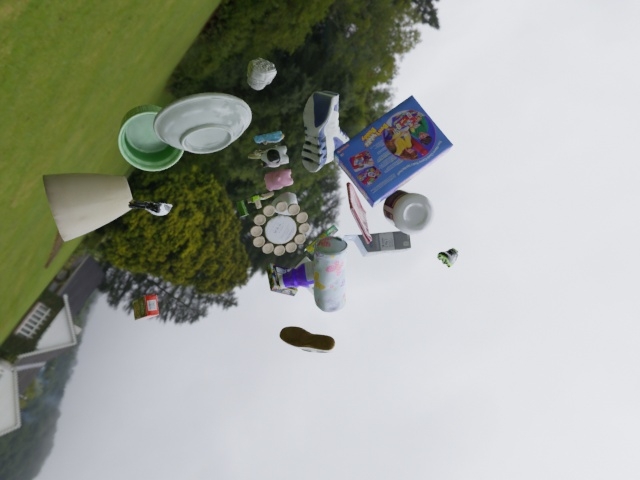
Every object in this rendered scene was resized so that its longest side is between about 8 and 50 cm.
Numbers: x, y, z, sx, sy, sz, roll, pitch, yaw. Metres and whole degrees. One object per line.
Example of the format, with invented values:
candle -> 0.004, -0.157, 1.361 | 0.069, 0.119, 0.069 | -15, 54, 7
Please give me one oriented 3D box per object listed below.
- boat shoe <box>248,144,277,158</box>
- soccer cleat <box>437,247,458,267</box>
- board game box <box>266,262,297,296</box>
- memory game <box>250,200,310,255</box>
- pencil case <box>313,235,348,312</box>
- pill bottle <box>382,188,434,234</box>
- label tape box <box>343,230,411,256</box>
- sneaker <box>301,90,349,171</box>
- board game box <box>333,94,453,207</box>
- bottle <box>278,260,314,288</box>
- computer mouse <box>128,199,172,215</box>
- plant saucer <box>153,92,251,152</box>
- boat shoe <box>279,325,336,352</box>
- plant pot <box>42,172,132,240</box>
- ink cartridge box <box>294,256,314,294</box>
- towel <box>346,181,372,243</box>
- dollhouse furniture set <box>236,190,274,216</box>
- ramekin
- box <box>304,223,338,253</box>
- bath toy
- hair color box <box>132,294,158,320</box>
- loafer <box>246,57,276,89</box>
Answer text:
boat shoe -> -0.267, -0.410, 2.183 | 0.152, 0.048, 0.056 | -3, -165, 22
soccer cleat -> 0.486, 0.056, 1.775 | 0.060, 0.179, 0.072 | 38, -85, 23
board game box -> -0.202, 0.205, 2.450 | 0.048, 0.141, 0.170 | -55, -148, 28
memory game -> -0.122, -0.036, 1.425 | 0.186, 0.186, 0.012 | -45, -148, 10
pencil case -> 0.039, 0.120, 1.634 | 0.124, 0.273, 0.113 | -20, -142, -26
pill bottle -> 0.388, -0.137, 2.131 | 0.181, 0.181, 0.323 | -47, -170, 5
label tape box -> 0.289, 0.024, 2.488 | 0.240, 0.333, 0.106 | 94, -9, -82
sneaker -> 0.029, -0.439, 1.864 | 0.127, 0.316, 0.182 | 30, -144, 30
board game box -> 0.251, -0.312, 1.647 | 0.347, 0.233, 0.078 | -36, 172, -5
bottle -> -0.050, 0.157, 2.154 | 0.282, 0.092, 0.118 | -15, -125, 8
computer mouse -> -0.531, -0.102, 1.506 | 0.193, 0.105, 0.042 | -17, 113, -86
plant saucer -> -0.472, -0.450, 1.924 | 0.400, 0.400, 0.101 | -26, -108, 40
boat shoe -> -0.059, 0.477, 2.189 | 0.276, 0.096, 0.098 | 12, -122, 20
plant pot -> -0.873, -0.156, 1.799 | 0.273, 0.257, 0.256 | -17, -165, -22
ink cartridge box -> -0.020, 0.254, 2.773 | 0.117, 0.283, 0.207 | -43, 162, -12
towel -> 0.171, -0.131, 2.105 | 0.031, 0.199, 0.275 | -24, -152, 13
dollhouse furniture set -> -0.245, -0.141, 1.812 | 0.151, 0.059, 0.076 | -23, -173, -41
ramekin -> -0.821, -0.504, 2.271 | 0.303, 0.303, 0.148 | -44, -138, 10
box -> 0.000, 0.000, 2.290 | 0.179, 0.043, 0.105 | -35, -175, 40
bath toy -> -0.185, -0.270, 1.945 | 0.128, 0.349, 0.151 | -12, 180, -6
hair color box -> -0.606, 0.233, 1.623 | 0.141, 0.043, 0.072 | -23, -106, 50
loafer -> -0.235, -0.644, 1.840 | 0.319, 0.111, 0.112 | -91, -158, -67
